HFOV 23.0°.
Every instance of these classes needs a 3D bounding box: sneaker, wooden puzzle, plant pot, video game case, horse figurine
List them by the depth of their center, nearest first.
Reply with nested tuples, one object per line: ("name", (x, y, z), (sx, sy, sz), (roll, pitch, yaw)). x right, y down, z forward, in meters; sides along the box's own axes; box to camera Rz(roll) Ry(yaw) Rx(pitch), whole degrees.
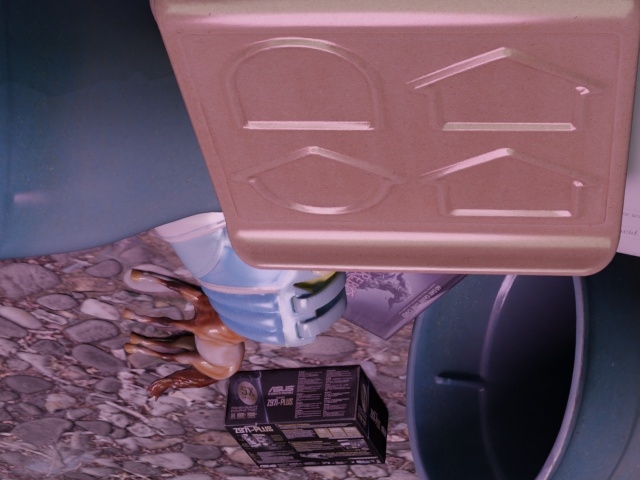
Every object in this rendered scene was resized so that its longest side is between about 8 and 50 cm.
("wooden puzzle", (0.067, -0.099, 1.166), (0.322, 0.080, 0.348), (1, 147, 8))
("plant pot", (-0.199, -0.114, 1.325), (0.255, 0.271, 0.271), (-1, 153, -17))
("sneaker", (0.013, -0.006, 1.505), (0.319, 0.127, 0.208), (-14, 118, 25))
("plant pot", (0.313, 0.141, 1.619), (0.334, 0.341, 0.341), (9, 151, -22))
("video game case", (0.000, 0.000, 1.640), (0.274, 0.026, 0.196), (29, 145, -12))
("horse figurine", (-0.149, 0.118, 1.889), (0.174, 0.066, 0.263), (13, 148, 0))

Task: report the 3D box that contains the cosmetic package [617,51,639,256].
("cosmetic package", (0.250, -0.149, 1.266), (0.217, 0.156, 0.385), (8, 151, -1))

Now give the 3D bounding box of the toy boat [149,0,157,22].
("toy boat", (-0.015, -0.212, 1.206), (0.231, 0.151, 0.151), (3, 154, 5))

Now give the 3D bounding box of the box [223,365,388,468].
("box", (-0.017, 0.233, 2.050), (0.180, 0.077, 0.147), (-5, 149, 18))
